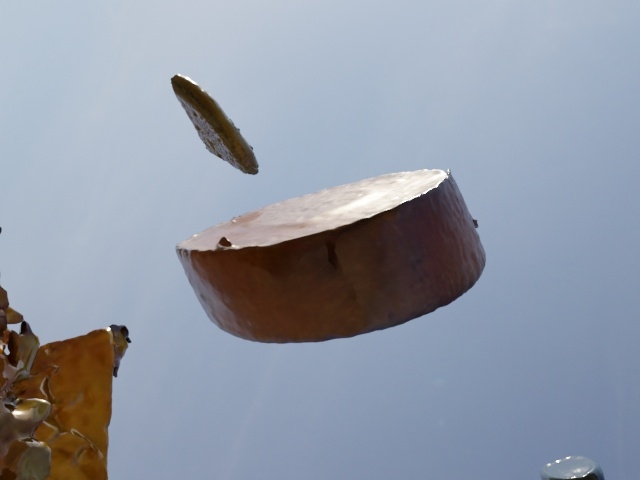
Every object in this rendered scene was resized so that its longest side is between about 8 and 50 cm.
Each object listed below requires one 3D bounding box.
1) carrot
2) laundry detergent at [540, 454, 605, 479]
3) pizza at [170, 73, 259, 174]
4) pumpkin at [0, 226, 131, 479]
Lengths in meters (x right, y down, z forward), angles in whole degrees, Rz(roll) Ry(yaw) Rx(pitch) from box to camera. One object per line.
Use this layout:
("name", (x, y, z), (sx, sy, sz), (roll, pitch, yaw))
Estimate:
("carrot", (0.000, 0.000, 0.755), (0.307, 0.258, 0.100), (10, -63, 55))
("laundry detergent", (0.301, 0.341, 0.874), (0.096, 0.061, 0.206), (142, -70, -79))
("pizza", (-0.231, -0.249, 1.814), (0.058, 0.197, 0.292), (-39, -99, -16))
("pumpkin", (-0.249, 0.129, 0.443), (0.256, 0.303, 0.225), (-24, -132, 14))
